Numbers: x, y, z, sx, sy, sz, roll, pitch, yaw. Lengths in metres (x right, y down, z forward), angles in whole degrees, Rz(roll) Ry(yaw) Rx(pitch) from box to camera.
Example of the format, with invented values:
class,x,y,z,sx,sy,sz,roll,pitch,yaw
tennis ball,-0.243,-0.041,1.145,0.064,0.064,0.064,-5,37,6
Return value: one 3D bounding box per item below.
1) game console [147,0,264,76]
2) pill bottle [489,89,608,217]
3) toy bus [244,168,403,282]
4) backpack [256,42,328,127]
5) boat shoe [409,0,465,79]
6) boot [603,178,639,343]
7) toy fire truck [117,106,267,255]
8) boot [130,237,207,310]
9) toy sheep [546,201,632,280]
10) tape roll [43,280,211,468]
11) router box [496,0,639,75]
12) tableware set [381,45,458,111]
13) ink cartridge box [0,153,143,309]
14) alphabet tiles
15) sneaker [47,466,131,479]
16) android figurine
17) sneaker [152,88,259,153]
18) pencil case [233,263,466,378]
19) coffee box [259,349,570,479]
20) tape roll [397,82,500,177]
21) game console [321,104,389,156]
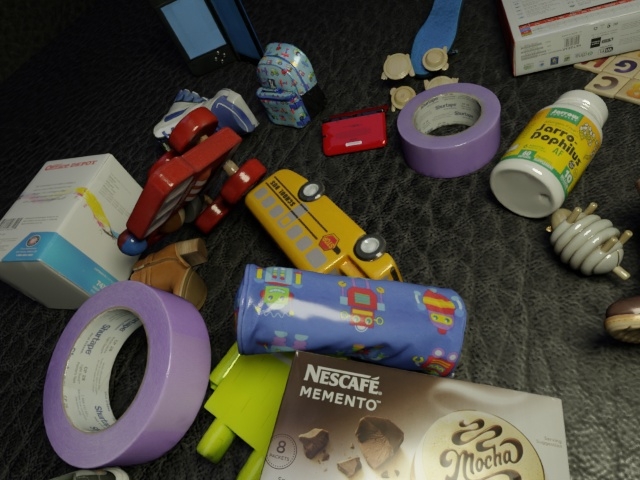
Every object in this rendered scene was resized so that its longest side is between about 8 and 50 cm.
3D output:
class,x,y,z,sx,sy,sz,roll,pitch,yaw
game console,-0.322,-0.606,1.256,0.250,0.293,0.173,-21,48,6
pill bottle,0.380,-0.147,0.720,0.117,0.118,0.208,28,68,36
toy bus,0.000,0.000,0.767,0.130,0.108,0.333,-36,49,-7
backpack,-0.083,-0.376,1.056,0.158,0.173,0.117,23,65,34
boat shoe,0.295,-0.494,1.043,0.109,0.089,0.258,26,89,21
boot,0.439,0.015,0.555,0.248,0.090,0.207,-6,64,-8
toy fire truck,-0.263,-0.086,0.814,0.302,0.169,0.254,-38,9,43
boot,-0.303,0.086,0.854,0.152,0.073,0.197,-19,37,7
toy sheep,0.380,0.004,0.622,0.091,0.091,0.132,-29,55,-1
tape roll,-0.310,0.207,0.699,0.274,0.090,0.275,-12,63,24
router box,0.571,-0.506,0.937,0.335,0.082,0.301,-7,50,20
tableware set,0.221,-0.364,0.987,0.168,0.020,0.141,-5,80,16
ink cartridge box,-0.517,-0.017,0.936,0.198,0.197,0.270,-1,54,22
alphabet tiles,0.688,-0.364,0.835,0.342,0.011,0.285,-42,50,-12
sneaker,-0.415,0.402,0.626,0.271,0.108,0.100,-30,50,0
android figurine,-0.058,0.220,0.653,0.248,0.056,0.273,20,64,34
sneaker,-0.313,-0.281,1.122,0.315,0.127,0.182,16,65,40
pencil case,0.038,0.108,0.589,0.306,0.133,0.119,9,59,-8
coffee box,0.097,0.244,0.484,0.297,0.119,0.168,8,52,12
tape roll,0.249,-0.216,0.855,0.188,0.080,0.189,-11,51,14
game console,0.083,-0.250,0.994,0.144,0.085,0.124,-6,83,19
